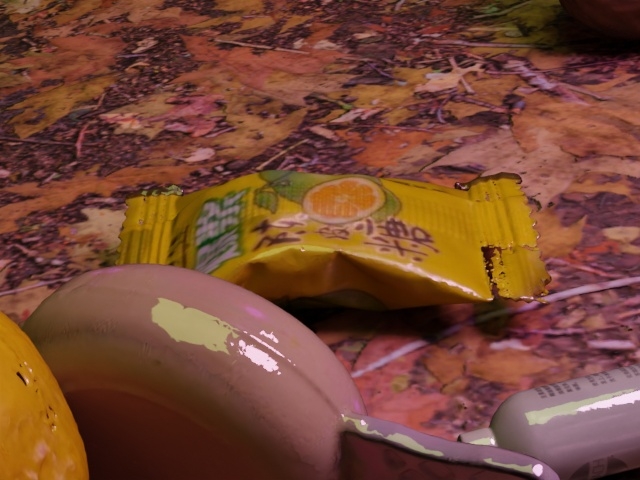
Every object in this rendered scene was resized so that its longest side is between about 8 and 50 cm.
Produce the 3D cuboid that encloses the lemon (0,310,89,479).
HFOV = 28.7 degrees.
[{"bbox_3d":[-0.229,0.111,0.557,0.236,0.236,0.263,-24,46,-27],"label":"lemon"}]

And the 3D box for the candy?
[{"bbox_3d":[0.000,0.000,0.863,0.297,0.081,0.187,-6,29,4],"label":"candy"}]

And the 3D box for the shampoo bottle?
[{"bbox_3d":[0.137,0.100,0.664,0.195,0.056,0.056,-13,28,-6],"label":"shampoo bottle"}]

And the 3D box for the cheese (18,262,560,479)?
[{"bbox_3d":[-0.020,0.098,0.622,0.286,0.163,0.082,14,48,23],"label":"cheese"}]

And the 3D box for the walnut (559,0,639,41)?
[{"bbox_3d":[0.317,-0.312,1.206,0.248,0.248,0.248,-7,28,4],"label":"walnut"}]
